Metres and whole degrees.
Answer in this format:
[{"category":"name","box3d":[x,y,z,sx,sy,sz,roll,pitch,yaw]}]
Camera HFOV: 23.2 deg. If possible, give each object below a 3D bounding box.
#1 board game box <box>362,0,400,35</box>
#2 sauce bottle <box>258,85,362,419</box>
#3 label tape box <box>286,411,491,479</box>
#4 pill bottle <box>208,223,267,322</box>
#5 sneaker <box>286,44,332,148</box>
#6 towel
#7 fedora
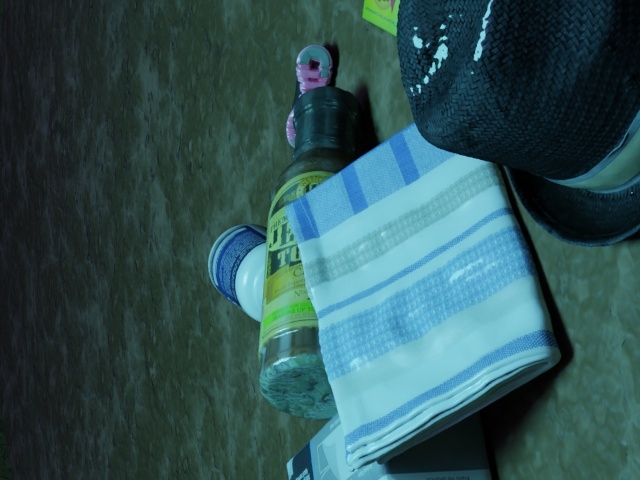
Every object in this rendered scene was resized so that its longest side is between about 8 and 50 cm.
[{"category":"board game box","box3d":[0.084,-0.283,1.426,0.092,0.043,0.181,-136,50,-62]},{"category":"sauce bottle","box3d":[0.000,0.000,1.491,0.111,0.111,0.344,116,160,-49]},{"category":"label tape box","box3d":[0.073,0.315,1.366,0.240,0.106,0.334,126,139,-58]},{"category":"pill bottle","box3d":[-0.058,0.041,1.728,0.169,0.094,0.094,-152,64,-67]},{"category":"sneaker","box3d":[-0.010,-0.157,1.689,0.057,0.047,0.119,-99,19,-70]},{"category":"towel","box3d":[0.076,0.031,1.309,0.209,0.034,0.285,-32,51,23]},{"category":"fedora","box3d":[0.152,-0.154,1.094,0.334,0.152,0.334,180,90,-69]}]
